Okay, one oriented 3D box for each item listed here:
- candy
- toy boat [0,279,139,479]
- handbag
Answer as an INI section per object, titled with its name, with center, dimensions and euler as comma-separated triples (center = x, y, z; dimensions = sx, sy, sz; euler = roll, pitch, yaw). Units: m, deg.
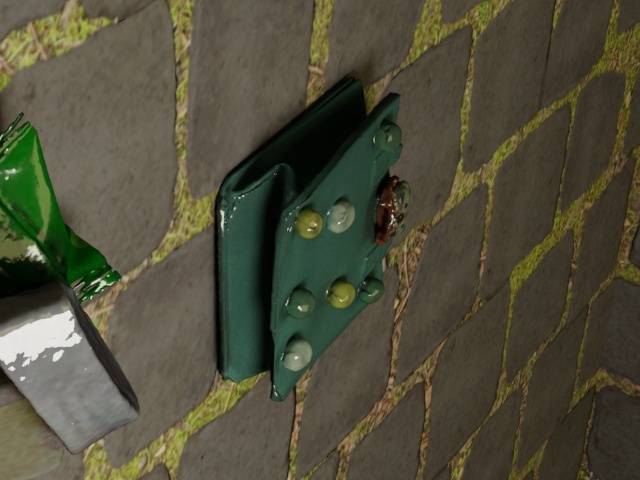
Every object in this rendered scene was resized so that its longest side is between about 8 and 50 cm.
[candy]
center = -0.235, 0.013, 1.259
dimensions = 0.141, 0.078, 0.203
euler = -56, 148, -22
[toy boat]
center = -0.260, 0.137, 1.220
dimensions = 0.293, 0.111, 0.276
euler = -33, 162, 9
[handbag]
center = 0.003, 0.002, 1.707
dimensions = 0.274, 0.100, 0.269
euler = -39, 141, -47
